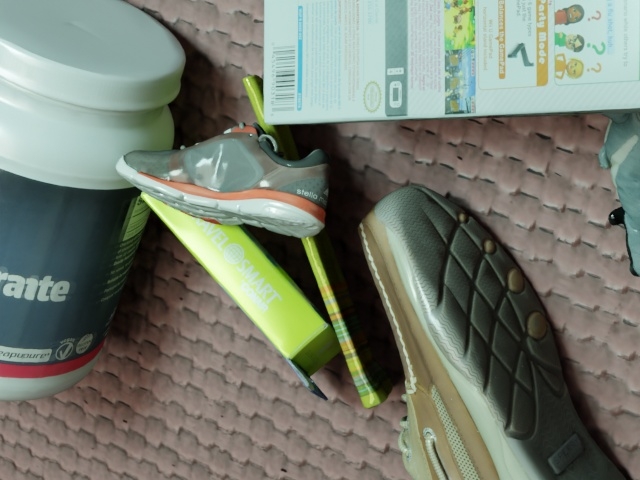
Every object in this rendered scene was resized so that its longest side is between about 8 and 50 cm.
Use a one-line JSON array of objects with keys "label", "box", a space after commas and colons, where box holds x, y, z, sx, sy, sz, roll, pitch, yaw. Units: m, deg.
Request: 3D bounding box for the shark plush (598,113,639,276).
[{"label": "shark plush", "box": [0.197, -0.046, 0.987, 0.067, 0.073, 0.161, 48, 132, 47]}]

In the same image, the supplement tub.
[{"label": "supplement tub", "box": [-0.219, -0.038, 1.188, 0.191, 0.191, 0.272, 33, 117, 22]}]

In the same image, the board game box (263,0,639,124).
[{"label": "board game box", "box": [0.104, -0.182, 0.955, 0.303, 0.097, 0.224, 2, 93, 44]}]

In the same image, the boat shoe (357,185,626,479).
[{"label": "boat shoe", "box": [0.101, 0.122, 1.069, 0.116, 0.123, 0.324, -29, 83, 36]}]

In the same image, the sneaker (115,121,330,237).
[{"label": "sneaker", "box": [-0.059, -0.046, 1.065, 0.158, 0.061, 0.064, 13, 78, 25]}]

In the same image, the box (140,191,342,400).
[{"label": "box", "box": [-0.046, 0.030, 1.143, 0.042, 0.109, 0.178, -42, 77, -1]}]

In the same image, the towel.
[{"label": "towel", "box": [0.000, 0.000, 1.119, 0.021, 0.102, 0.237, -21, 90, 2]}]
